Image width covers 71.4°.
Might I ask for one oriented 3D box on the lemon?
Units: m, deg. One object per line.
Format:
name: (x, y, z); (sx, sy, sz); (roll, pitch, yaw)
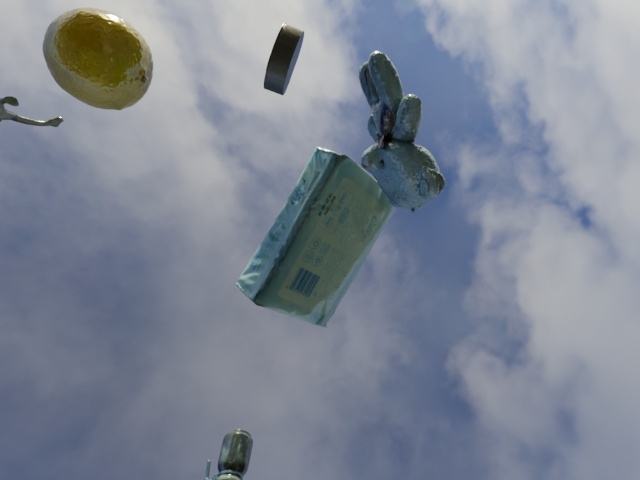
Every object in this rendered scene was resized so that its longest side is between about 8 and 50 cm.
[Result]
lemon: (-0.422, -0.346, 0.850); (0.203, 0.178, 0.178); (27, -112, 1)

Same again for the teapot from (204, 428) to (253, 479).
teapot: (-0.142, 0.341, 0.697); (0.064, 0.049, 0.083); (16, -142, -7)

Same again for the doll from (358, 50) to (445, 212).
doll: (0.074, -0.115, 0.500); (0.075, 0.120, 0.179); (-27, -87, -8)

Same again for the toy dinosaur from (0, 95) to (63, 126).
toy dinosaur: (-0.355, -0.136, 0.445); (0.180, 0.058, 0.037); (7, -104, -42)

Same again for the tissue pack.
tissue pack: (0.000, 0.000, 0.742); (0.177, 0.089, 0.263); (29, -91, -44)

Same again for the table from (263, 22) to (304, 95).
table: (-0.075, -0.369, 0.914); (0.043, 0.133, 0.133); (20, -110, -6)
